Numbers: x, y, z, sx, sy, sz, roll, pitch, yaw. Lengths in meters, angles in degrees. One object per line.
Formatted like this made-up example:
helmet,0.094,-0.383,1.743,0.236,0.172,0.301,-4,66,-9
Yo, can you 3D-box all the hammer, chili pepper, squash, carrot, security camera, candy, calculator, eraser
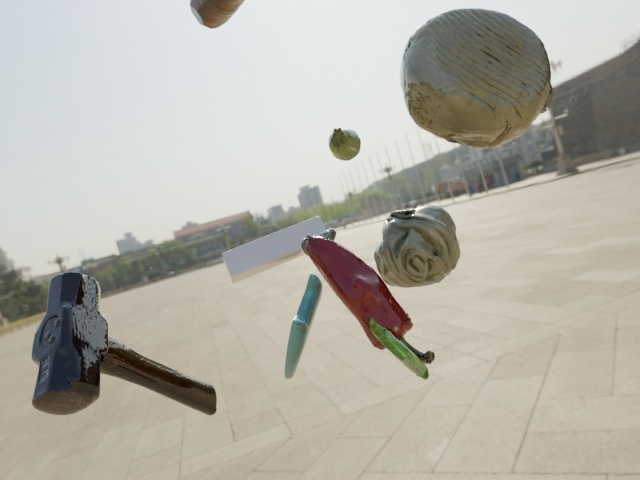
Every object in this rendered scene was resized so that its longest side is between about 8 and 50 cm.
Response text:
hammer,-0.338,0.240,0.993,0.095,0.242,0.409,-34,-45,17
chili pepper,0.100,0.128,1.159,0.110,0.387,0.110,-37,-12,-9
squash,0.058,-0.300,1.589,0.105,0.105,0.132,-16,-5,20
carrot,-0.240,-0.638,1.325,0.114,0.114,0.302,-17,6,-33
security camera,0.000,0.000,1.296,0.092,0.058,0.058,-35,-11,37
candy,0.156,0.216,1.025,0.032,0.102,0.178,-48,-37,-4
calculator,-0.061,0.289,1.674,0.054,0.256,0.386,18,-39,3
eraser,-0.126,0.026,1.489,0.298,0.076,0.078,-22,-16,-14

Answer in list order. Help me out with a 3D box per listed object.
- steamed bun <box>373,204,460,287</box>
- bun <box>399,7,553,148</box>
steamed bun,0.240,0.026,1.313,0.218,0.211,0.144,-9,14,8
bun,0.181,-0.184,0.631,0.166,0.173,0.113,-17,-21,-7
